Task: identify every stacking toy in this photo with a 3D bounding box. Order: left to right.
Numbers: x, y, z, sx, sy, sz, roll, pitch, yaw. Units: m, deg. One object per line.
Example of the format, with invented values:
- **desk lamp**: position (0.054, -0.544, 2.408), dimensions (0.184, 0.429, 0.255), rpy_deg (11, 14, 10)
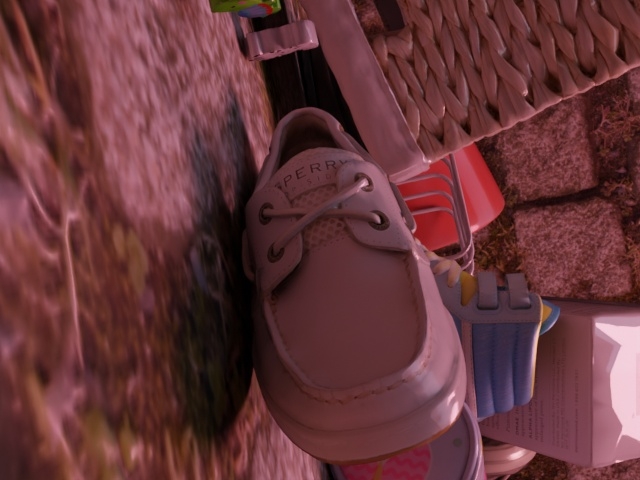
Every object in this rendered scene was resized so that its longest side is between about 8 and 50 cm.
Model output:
- **stacking toy**: position (-0.055, -0.205, 0.511), dimensions (0.221, 0.052, 0.167), rpy_deg (-44, 121, -81)

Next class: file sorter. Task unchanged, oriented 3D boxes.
- **file sorter**: position (0.125, -0.005, 1.220), dimensions (0.278, 0.173, 0.193), rpy_deg (63, 17, -68)

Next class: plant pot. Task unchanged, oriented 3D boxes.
- **plant pot**: position (0.157, -0.132, 1.481), dimensions (0.275, 0.275, 0.243), rpy_deg (-82, 150, -72)

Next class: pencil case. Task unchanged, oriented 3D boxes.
- **pencil case**: position (0.082, 0.211, 0.704), dimensions (0.124, 0.113, 0.273), rpy_deg (60, -6, 33)

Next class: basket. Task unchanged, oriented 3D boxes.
- **basket**: position (0.107, -0.260, 0.806), dimensions (0.331, 0.266, 0.328), rpy_deg (-69, 134, -79)

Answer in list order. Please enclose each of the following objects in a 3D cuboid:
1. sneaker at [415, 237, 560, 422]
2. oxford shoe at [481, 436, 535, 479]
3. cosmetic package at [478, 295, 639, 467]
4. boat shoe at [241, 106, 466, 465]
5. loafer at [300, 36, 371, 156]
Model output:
- **sneaker**: position (0.118, 0.037, 0.849), dimensions (0.127, 0.208, 0.319), rpy_deg (37, 36, -78)
- **oxford shoe**: position (0.185, 0.302, 1.137), dimensions (0.449, 0.169, 0.130), rpy_deg (107, -14, -78)
- **cosmetic package**: position (0.252, 0.146, 1.014), dimensions (0.385, 0.217, 0.156), rpy_deg (-3, -93, 62)
- **boat shoe**: position (0.000, 0.000, 0.434), dimensions (0.277, 0.098, 0.096), rpy_deg (-110, -175, -64)
- **loafer**: position (0.035, -0.144, 1.039), dimensions (0.096, 0.084, 0.267), rpy_deg (24, 55, -83)
